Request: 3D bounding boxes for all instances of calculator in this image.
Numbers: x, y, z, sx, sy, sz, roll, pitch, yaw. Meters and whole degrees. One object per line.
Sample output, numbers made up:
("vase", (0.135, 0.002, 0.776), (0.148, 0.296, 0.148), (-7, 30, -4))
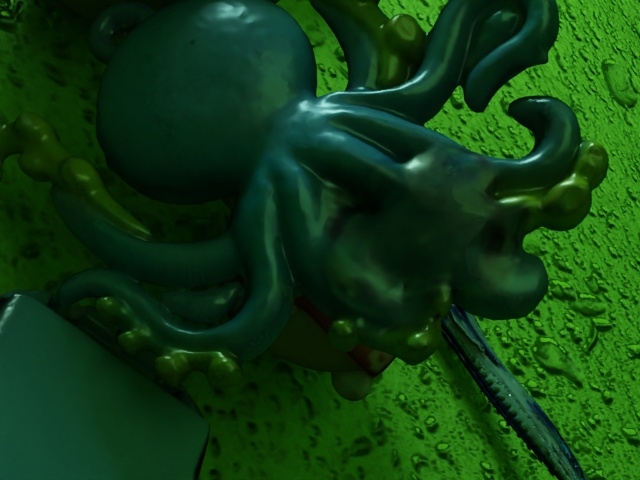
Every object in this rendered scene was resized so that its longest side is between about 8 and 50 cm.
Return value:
("calculator", (-0.156, 0.152, 0.816), (0.173, 0.051, 0.293), (39, 40, -18))

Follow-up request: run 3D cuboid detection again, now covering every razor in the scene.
("razor", (0.160, 0.149, 1.141), (0.093, 0.056, 0.324), (-13, 70, -48))

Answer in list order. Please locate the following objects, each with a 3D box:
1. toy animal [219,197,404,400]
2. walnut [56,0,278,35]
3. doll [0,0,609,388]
("toy animal", (0.000, 0.000, 1.015), (0.171, 0.171, 0.198), (18, 45, -36))
("walnut", (-0.098, -0.288, 1.040), (0.253, 0.282, 0.277), (46, -24, 58))
("doll", (-0.006, -0.058, 0.905), (0.341, 0.099, 0.346), (38, 80, 13))
